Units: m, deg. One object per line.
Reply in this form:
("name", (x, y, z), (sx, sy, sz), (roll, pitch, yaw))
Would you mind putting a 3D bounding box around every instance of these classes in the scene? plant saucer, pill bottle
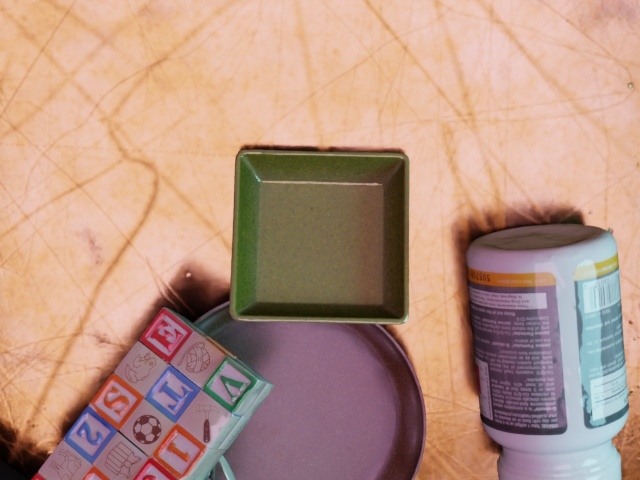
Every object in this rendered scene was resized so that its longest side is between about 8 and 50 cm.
("plant saucer", (-0.039, 0.202, 1.492), (0.310, 0.050, 0.311), (0, 100, -1))
("plant saucer", (0.000, 0.000, 1.432), (0.188, 0.045, 0.188), (1, 76, -1))
("pill bottle", (0.244, 0.131, 1.424), (0.162, 0.162, 0.278), (-6, 100, 1))

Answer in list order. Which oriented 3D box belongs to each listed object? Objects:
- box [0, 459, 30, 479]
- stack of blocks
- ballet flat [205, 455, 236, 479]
("box", (-0.419, 0.338, 1.484), (0.153, 0.108, 0.207), (35, 99, -6))
("stack of blocks", (-0.176, 0.239, 1.372), (0.171, 0.087, 0.297), (36, 86, 13))
("ballet flat", (-0.116, 0.306, 1.451), (0.068, 0.072, 0.213), (-9, 99, 2))
